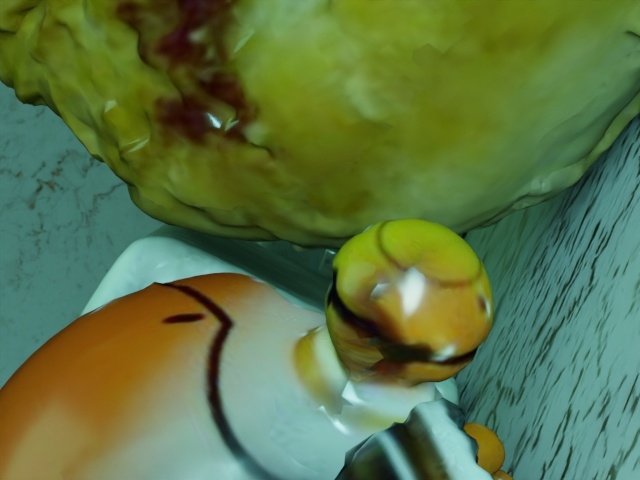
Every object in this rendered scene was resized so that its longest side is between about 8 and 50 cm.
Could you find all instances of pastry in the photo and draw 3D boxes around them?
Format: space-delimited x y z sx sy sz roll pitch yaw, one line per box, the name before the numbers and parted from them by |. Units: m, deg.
pastry | 0.001 -0.196 0.612 0.245 0.409 0.410 -41 -20 -58

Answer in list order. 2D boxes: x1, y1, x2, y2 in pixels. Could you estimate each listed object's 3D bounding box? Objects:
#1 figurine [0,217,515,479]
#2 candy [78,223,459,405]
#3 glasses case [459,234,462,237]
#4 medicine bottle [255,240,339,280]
figurine | -0.041 0.131 0.503 0.323 0.196 0.320 -123 51 -75
candy | -0.047 0.084 0.851 0.359 0.208 0.145 -115 51 -87
glasses case | 0.064 -0.022 1.103 0.301 0.070 0.117 -116 50 -84
medicine bottle | 0.000 0.000 1.398 0.282 0.123 0.375 109 -175 -66
